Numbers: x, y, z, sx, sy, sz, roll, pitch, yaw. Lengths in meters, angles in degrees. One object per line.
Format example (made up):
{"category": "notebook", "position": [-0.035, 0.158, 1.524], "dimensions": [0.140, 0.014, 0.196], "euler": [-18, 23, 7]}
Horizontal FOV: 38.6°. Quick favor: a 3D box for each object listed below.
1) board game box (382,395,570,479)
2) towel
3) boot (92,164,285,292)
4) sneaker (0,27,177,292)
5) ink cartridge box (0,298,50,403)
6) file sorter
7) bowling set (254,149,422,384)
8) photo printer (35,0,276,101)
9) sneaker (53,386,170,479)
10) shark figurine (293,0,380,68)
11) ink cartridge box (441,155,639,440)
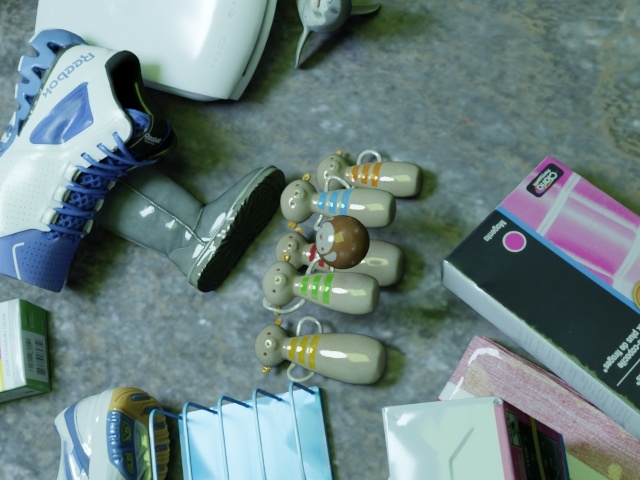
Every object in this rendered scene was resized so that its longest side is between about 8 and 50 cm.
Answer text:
{"category": "board game box", "position": [0.151, 0.259, 0.751], "dimensions": [0.098, 0.303, 0.223], "euler": [-11, 70, 18]}
{"category": "towel", "position": [0.175, 0.289, 0.920], "dimensions": [0.237, 0.037, 0.329], "euler": [30, 83, 23]}
{"category": "boot", "position": [-0.170, -0.057, 1.119], "dimensions": [0.208, 0.076, 0.189], "euler": [36, 84, 30]}
{"category": "sneaker", "position": [-0.274, -0.094, 1.059], "dimensions": [0.182, 0.127, 0.315], "euler": [9, 84, 26]}
{"category": "ink cartridge box", "position": [-0.443, 0.153, 1.128], "dimensions": [0.209, 0.062, 0.108], "euler": [-15, 70, 12]}
{"category": "file sorter", "position": [-0.086, 0.224, 0.979], "dimensions": [0.170, 0.104, 0.118], "euler": [-14, 69, 12]}
{"category": "bowling set", "position": [0.000, 0.000, 0.982], "dimensions": [0.154, 0.200, 0.286], "euler": [7, 71, 19]}
{"category": "photo printer", "position": [-0.199, -0.319, 1.148], "dimensions": [0.308, 0.107, 0.255], "euler": [19, 103, 20]}
{"category": "sneaker", "position": [-0.235, 0.316, 1.008], "dimensions": [0.131, 0.112, 0.296], "euler": [-15, 67, 30]}
{"category": "shark figurine", "position": [0.018, -0.327, 1.148], "dimensions": [0.116, 0.166, 0.278], "euler": [1, 49, -11]}
{"category": "ink cartridge box", "position": [0.317, 0.084, 0.913], "dimensions": [0.371, 0.069, 0.176], "euler": [40, 73, 21]}
